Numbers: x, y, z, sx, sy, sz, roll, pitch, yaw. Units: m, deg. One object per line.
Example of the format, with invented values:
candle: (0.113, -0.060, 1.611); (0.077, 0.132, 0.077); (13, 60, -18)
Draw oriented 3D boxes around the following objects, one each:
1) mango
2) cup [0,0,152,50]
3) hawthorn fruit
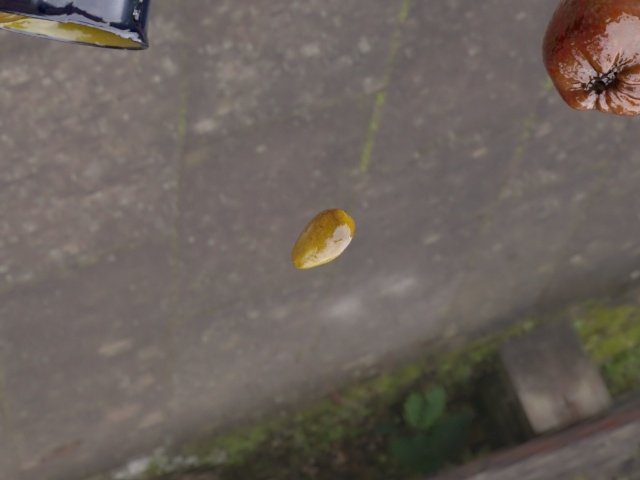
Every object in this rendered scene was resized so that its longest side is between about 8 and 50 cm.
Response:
mango: (0.000, 0.000, 1.727); (0.046, 0.060, 0.089); (37, 119, -25)
cup: (-0.203, -0.309, 1.393); (0.178, 0.256, 0.255); (9, -179, -29)
hawthorn fruit: (0.275, -0.187, 1.493); (0.132, 0.138, 0.133); (11, 140, 9)
